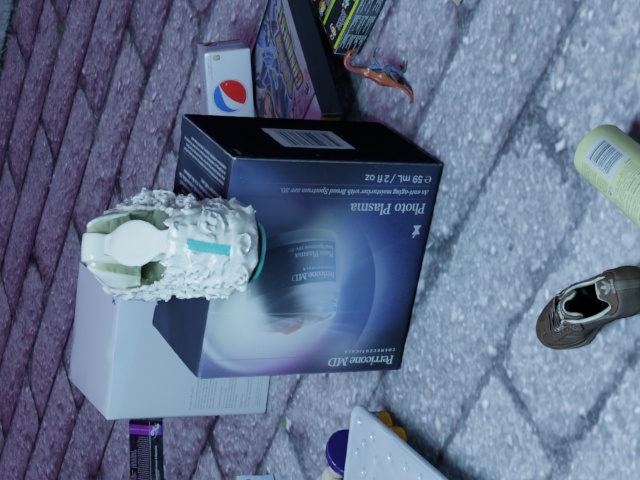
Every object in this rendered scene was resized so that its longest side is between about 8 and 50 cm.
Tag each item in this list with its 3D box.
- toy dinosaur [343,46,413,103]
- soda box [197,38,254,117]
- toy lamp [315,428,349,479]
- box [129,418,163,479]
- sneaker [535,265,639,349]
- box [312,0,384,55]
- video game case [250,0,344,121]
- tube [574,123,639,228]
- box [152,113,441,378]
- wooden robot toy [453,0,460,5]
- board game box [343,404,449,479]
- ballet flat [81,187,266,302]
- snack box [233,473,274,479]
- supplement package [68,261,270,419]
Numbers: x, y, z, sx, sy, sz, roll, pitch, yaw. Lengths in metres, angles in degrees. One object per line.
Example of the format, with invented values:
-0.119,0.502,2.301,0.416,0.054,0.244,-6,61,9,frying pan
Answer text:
0.073,-0.221,1.909,0.090,0.082,0.047,58,138,45,toy dinosaur
-0.143,-0.198,2.277,0.069,0.074,0.216,-124,29,-64,soda box
-0.012,0.365,2.066,0.275,0.080,0.080,-58,41,47,toy lamp
-0.322,0.412,2.719,0.116,0.029,0.162,-11,79,63,box
0.267,0.067,1.536,0.188,0.071,0.066,-39,55,56,sneaker
0.043,-0.384,2.015,0.191,0.045,0.184,-62,39,42,box
-0.044,-0.217,2.143,0.248,0.035,0.275,113,146,-54,video game case
0.338,-0.028,1.426,0.240,0.062,0.070,50,176,45,tube
-0.033,0.008,1.879,0.183,0.296,0.294,42,127,55,box
0.152,-0.370,1.763,0.076,0.079,0.173,44,128,55,wooden robot toy
0.121,0.449,1.805,0.390,0.050,0.390,-146,59,-61,board game box
-0.208,0.001,1.751,0.409,0.147,0.147,-7,83,60,ballet flat
-0.120,0.484,2.280,0.207,0.070,0.174,-54,43,45,snack box
-0.231,0.150,2.291,0.198,0.262,0.199,29,114,60,supplement package
